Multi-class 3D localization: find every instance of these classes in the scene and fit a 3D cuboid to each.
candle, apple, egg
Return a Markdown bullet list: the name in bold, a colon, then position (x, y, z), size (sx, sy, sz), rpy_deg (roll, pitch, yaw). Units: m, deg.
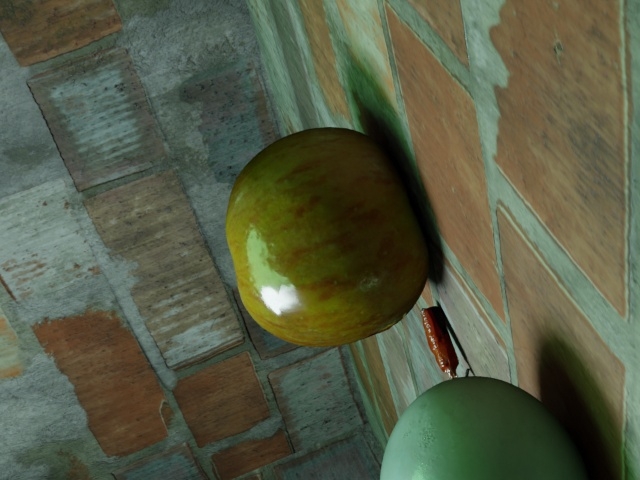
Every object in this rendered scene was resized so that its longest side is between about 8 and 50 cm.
- **candle**: position (0.224, 0.193, 1.852), size (0.053, 0.048, 0.162), rpy_deg (-44, 51, 37)
- **apple**: position (0.000, 0.000, 1.799), size (0.400, 0.334, 0.400), rpy_deg (158, 90, -83)
- **egg**: position (0.218, 0.348, 1.355), size (0.276, 0.276, 0.388), rpy_deg (-121, 14, -58)
